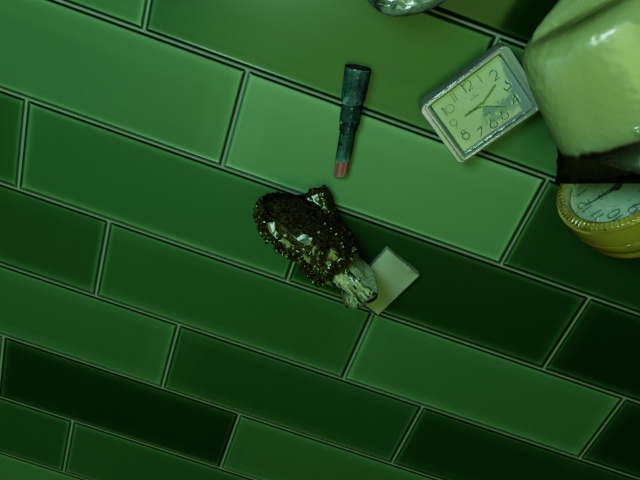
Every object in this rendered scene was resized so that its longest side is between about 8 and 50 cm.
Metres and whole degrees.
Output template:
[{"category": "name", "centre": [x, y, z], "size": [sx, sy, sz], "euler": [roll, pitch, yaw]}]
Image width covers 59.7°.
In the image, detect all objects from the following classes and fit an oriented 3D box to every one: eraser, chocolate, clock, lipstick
[{"category": "eraser", "centre": [0.143, 0.095, 1.303], "size": [0.104, 0.023, 0.150], "euler": [37, 113, -11]}, {"category": "chocolate", "centre": [0.484, -0.293, 0.924], "size": [0.297, 0.314, 0.326], "euler": [43, 84, -15]}, {"category": "clock", "centre": [0.620, -0.100, 1.048], "size": [0.317, 0.244, 0.200], "euler": [-36, 122, 23]}, {"category": "clock", "centre": [0.314, -0.266, 1.096], "size": [0.197, 0.063, 0.150], "euler": [-35, 106, 19]}, {"category": "lipstick", "centre": [0.055, -0.237, 1.145], "size": [0.053, 0.053, 0.234], "euler": [11, 117, 1]}]

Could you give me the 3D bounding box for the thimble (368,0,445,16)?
[{"category": "thimble", "centre": [0.160, -0.507, 0.949], "size": [0.245, 0.157, 0.217], "euler": [-41, 104, 22]}]

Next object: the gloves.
[{"category": "gloves", "centre": [-0.004, 0.001, 1.191], "size": [0.312, 0.210, 0.135], "euler": [37, 128, -19]}]
